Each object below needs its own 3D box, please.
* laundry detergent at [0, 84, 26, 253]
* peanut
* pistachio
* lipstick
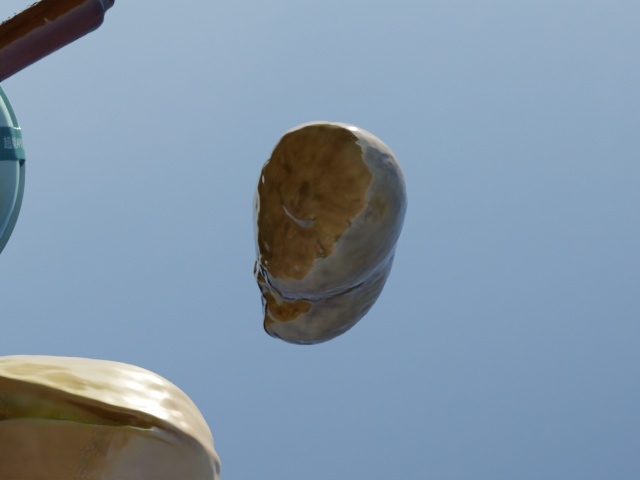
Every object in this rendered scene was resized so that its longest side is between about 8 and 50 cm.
[{"bbox_3d":[-0.435,-0.058,1.502,0.305,0.287,0.287,-10,-127,61],"label":"laundry detergent"},{"bbox_3d":[0.000,0.000,1.359,0.137,0.122,0.253,-44,163,-21],"label":"peanut"},{"bbox_3d":[-0.266,0.231,1.748,0.238,0.321,0.229,98,3,-55],"label":"pistachio"},{"bbox_3d":[-0.414,-0.206,1.959,0.418,0.077,0.077,-37,-159,-31],"label":"lipstick"}]
